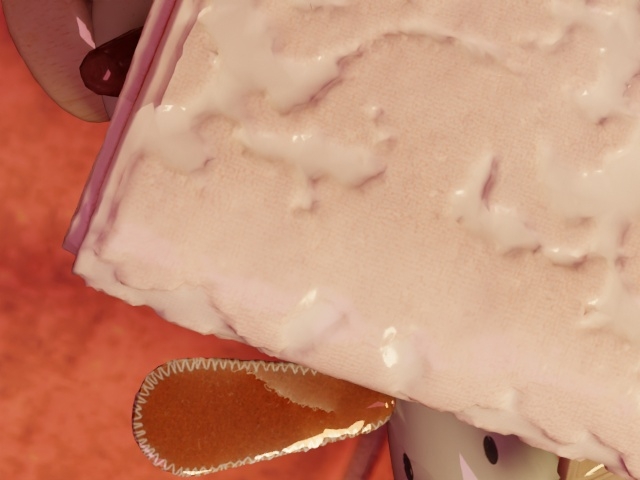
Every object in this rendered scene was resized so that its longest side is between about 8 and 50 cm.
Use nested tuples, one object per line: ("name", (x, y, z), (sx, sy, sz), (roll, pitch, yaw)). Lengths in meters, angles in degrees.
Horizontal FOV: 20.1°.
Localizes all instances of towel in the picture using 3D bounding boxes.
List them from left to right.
("towel", (0.116, -0.076, 0.626), (0.332, 0.317, 0.053), (20, 162, -9))

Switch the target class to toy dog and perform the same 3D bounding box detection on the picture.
("toy dog", (0.000, 0.000, 0.695), (0.334, 0.161, 0.220), (44, 121, -6))

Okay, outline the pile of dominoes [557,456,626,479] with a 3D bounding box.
("pile of dominoes", (0.194, 0.049, 0.746), (0.251, 0.040, 0.196), (-20, 144, -18))
